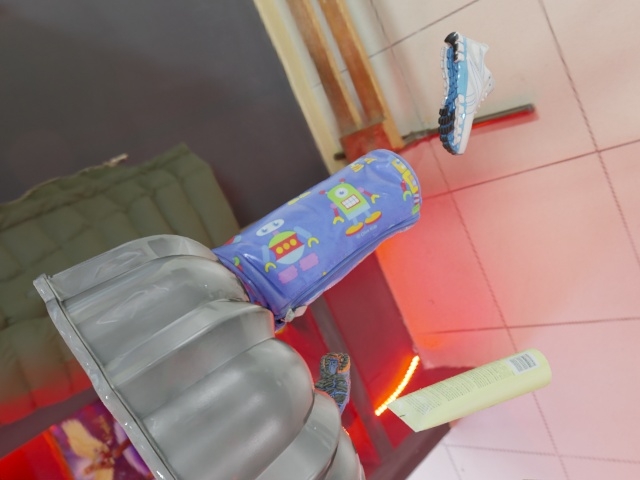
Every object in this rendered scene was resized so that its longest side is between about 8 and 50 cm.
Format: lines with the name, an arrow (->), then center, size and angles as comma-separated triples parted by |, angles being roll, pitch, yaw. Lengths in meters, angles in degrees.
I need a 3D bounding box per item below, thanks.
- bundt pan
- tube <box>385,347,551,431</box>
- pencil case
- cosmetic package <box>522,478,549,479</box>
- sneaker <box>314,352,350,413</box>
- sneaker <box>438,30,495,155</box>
bundt pan -> -0.082, 0.131, 0.542 | 0.331, 0.124, 0.331 | 48, 161, 22
tube -> 0.219, 0.218, 0.958 | 0.070, 0.240, 0.062 | 109, 142, -57
pencil case -> 0.000, 0.000, 0.834 | 0.133, 0.306, 0.119 | 40, 148, 26
cosmetic package -> 0.533, 0.555, 1.256 | 0.309, 0.113, 0.160 | -16, 110, 43
sneaker -> 0.030, 0.323, 1.379 | 0.083, 0.221, 0.087 | -5, 112, 16
sneaker -> 0.233, -0.224, 1.025 | 0.071, 0.082, 0.191 | 179, 96, -72
